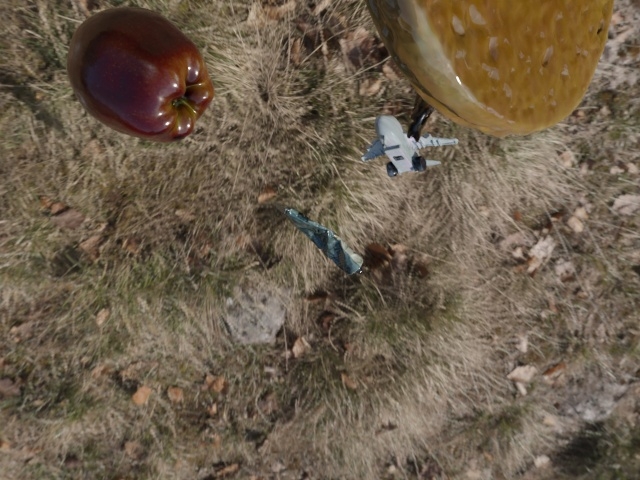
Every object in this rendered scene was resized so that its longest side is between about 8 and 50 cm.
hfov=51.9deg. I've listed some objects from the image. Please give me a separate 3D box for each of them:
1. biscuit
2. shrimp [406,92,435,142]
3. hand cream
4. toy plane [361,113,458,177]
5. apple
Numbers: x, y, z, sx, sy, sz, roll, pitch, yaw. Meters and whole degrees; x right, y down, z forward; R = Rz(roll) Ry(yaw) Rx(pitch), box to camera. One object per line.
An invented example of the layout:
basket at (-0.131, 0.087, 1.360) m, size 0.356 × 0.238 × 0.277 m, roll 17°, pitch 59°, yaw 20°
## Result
biscuit at (0.072, -0.189, 0.317) m, size 0.202 × 0.044 × 0.288 m, roll -46°, pitch 119°, yaw -27°
shrimp at (0.199, -0.245, 0.973) m, size 0.117 × 0.262 × 0.066 m, roll 5°, pitch 142°, yaw 24°
hand cream at (0.000, 0.000, 1.453) m, size 0.248 × 0.075 × 0.052 m, roll 36°, pitch 66°, yaw -22°
toy plane at (0.194, -0.223, 1.588) m, size 0.251 × 0.255 × 0.101 m, roll -8°, pitch 68°, yaw 29°
apple at (-0.411, -0.371, 1.498) m, size 0.317 × 0.288 × 0.288 m, roll 31°, pitch 100°, yaw 19°
